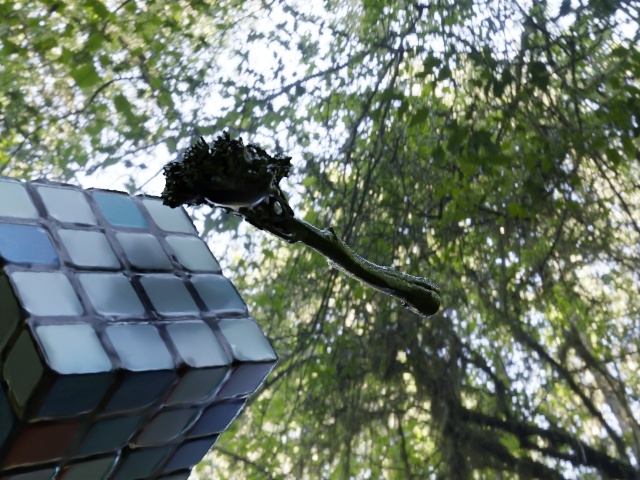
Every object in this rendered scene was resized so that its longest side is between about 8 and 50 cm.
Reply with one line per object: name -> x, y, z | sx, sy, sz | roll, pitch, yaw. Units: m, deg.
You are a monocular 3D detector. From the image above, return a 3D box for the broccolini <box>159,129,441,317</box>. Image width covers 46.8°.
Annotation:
broccolini -> 0.003, -0.008, 0.511 | 0.254, 0.071, 0.057 | 25, -94, -42

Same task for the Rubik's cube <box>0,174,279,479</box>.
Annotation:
Rubik's cube -> -0.149, 0.068, 0.453 | 0.151, 0.155, 0.154 | -52, -123, 24
